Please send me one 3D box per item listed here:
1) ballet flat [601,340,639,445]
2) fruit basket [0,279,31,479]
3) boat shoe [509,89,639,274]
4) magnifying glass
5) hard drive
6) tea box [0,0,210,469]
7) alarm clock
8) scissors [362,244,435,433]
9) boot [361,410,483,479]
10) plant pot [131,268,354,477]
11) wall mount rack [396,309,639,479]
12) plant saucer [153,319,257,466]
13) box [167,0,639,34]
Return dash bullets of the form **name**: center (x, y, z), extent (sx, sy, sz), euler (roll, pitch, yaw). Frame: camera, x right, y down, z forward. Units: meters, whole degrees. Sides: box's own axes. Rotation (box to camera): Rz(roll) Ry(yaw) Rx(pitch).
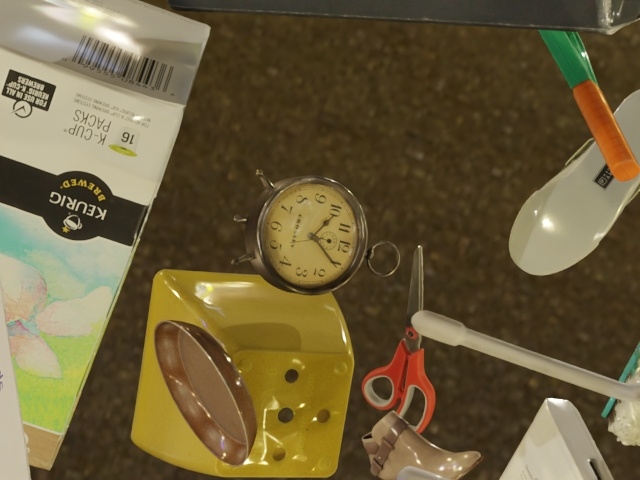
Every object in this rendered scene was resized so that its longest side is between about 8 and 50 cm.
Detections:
- **ballet flat**: center (0.454, 0.058, 1.993), extent (0.147, 0.408, 0.147), euler (21, 8, -3)
- **fruit basket**: center (-0.218, 0.221, 0.801), extent (0.165, 0.353, 0.327), euler (5, 60, -31)
- **boat shoe**: center (0.267, -0.055, 1.663), extent (0.078, 0.219, 0.070), euler (44, 19, 8)
- **magnifying glass**: center (0.214, -0.143, 1.461), extent (0.092, 0.026, 0.231), euler (40, 26, -49)
- **hard drive**: center (0.208, 0.339, 1.750), extent (0.040, 0.307, 0.203), euler (8, 35, -24)
- **tea box**: center (-0.297, -0.051, 1.348), extent (0.329, 0.323, 0.220), euler (19, 23, -7)
- **alarm clock**: center (0.000, 0.000, 1.922), extent (0.192, 0.129, 0.064), euler (17, -5, -18)
- **scissors**: center (0.130, 0.139, 2.321), extent (0.109, 0.297, 0.021), euler (35, 41, 19)
- **boot**: center (0.090, 0.197, 1.638), extent (0.087, 0.118, 0.042), euler (54, 40, 6)
- **plant pot**: center (-0.070, 0.164, 1.945), extent (0.212, 0.212, 0.187), euler (4, 13, -24)
- **wall mount rack**: center (0.216, 0.106, 1.126), extent (0.304, 0.130, 0.350), euler (-17, 22, 14)
- **plant saucer**: center (-0.113, 0.150, 1.779), extent (0.029, 0.168, 0.168), euler (-29, 59, -24)
- **box**: center (0.113, -0.288, 1.290), extent (0.396, 0.211, 0.293), euler (9, 22, 38)
